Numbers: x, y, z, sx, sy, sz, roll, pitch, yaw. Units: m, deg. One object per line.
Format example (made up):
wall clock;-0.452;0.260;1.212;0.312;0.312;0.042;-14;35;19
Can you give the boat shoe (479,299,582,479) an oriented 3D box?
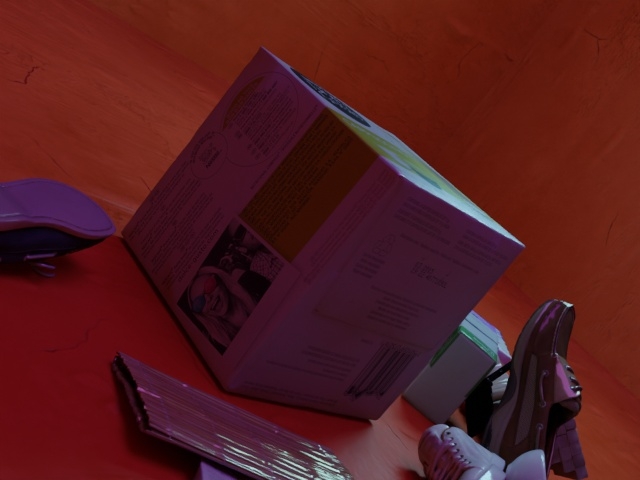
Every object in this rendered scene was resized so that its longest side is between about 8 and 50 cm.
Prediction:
boat shoe;0.363;0.253;1.475;0.120;0.324;0.122;11;-26;32

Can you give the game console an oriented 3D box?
game console;0.291;0.268;1.551;0.071;0.107;0.122;56;-22;12

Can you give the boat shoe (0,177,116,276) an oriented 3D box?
boat shoe;-0.322;-0.011;1.004;0.095;0.079;0.254;43;15;12

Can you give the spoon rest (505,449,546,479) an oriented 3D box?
spoon rest;0.271;0.375;1.230;0.084;0.137;0.276;18;15;16

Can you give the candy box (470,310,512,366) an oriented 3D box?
candy box;0.346;0.218;2.111;0.165;0.070;0.196;37;12;-5

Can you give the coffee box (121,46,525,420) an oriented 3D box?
coffee box;0.000;0.000;1.274;0.337;0.338;0.334;25;18;-49

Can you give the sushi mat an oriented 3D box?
sushi mat;-0.074;0.218;0.981;0.316;0.019;0.151;32;5;-30

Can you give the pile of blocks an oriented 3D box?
pile of blocks;0.332;0.330;1.653;0.112;0.149;0.362;-12;20;-15

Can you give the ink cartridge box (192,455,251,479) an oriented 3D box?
ink cartridge box;-0.065;0.268;0.862;0.145;0.045;0.179;35;-6;-10

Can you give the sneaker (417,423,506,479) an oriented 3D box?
sneaker;0.174;0.315;1.226;0.123;0.106;0.290;36;1;12

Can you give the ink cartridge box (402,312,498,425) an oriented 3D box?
ink cartridge box;0.232;0.216;1.599;0.087;0.153;0.208;40;13;5
